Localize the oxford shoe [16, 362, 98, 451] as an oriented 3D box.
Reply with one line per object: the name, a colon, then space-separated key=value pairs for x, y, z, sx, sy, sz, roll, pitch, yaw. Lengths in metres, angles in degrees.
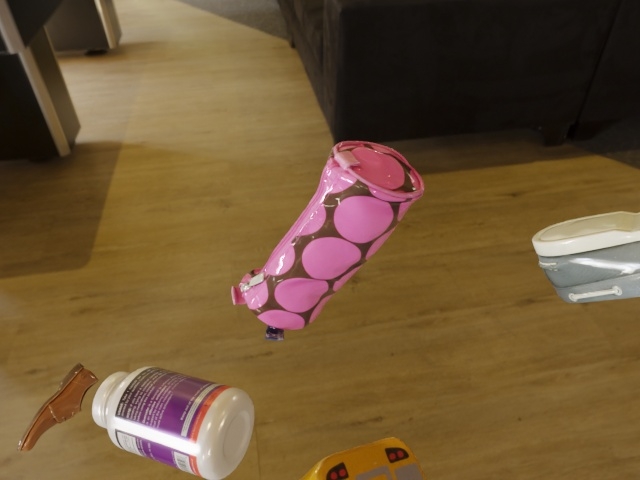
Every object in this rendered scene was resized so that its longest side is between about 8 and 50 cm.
oxford shoe: x=-0.590 y=0.386 z=1.124 sx=0.076 sy=0.076 sz=0.212 roll=38 pitch=67 yaw=-9

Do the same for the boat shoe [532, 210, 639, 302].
boat shoe: x=0.397 y=0.016 z=0.526 sx=0.320 sy=0.098 sz=0.116 roll=-8 pitch=15 yaw=44

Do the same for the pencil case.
pencil case: x=0.000 y=0.000 z=0.471 sx=0.098 sy=0.209 sz=0.095 roll=16 pitch=37 yaw=-28

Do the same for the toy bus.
toy bus: x=0.004 y=0.334 z=0.525 sx=0.108 sy=0.332 sz=0.130 roll=-6 pitch=54 yaw=-28

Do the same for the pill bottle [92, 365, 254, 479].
pill bottle: x=-0.317 y=0.376 z=1.064 sx=0.323 sy=0.181 sz=0.181 roll=8 pitch=41 yaw=22
